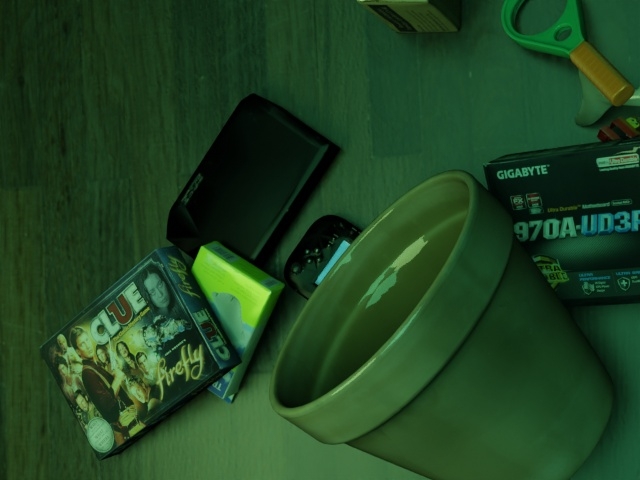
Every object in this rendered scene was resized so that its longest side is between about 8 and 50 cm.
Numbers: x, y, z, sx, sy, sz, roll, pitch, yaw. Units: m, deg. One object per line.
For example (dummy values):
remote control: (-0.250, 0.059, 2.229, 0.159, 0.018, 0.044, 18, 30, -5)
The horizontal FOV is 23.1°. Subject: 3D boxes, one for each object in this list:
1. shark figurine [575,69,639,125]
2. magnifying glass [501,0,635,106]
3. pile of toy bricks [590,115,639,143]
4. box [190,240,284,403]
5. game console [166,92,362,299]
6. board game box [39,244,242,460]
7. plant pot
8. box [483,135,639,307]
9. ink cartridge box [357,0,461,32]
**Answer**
shark figurine: (0.423, -0.176, 1.726, 0.278, 0.116, 0.166, -29, 45, 6)
magnifying glass: (0.279, -0.224, 1.750, 0.092, 0.026, 0.231, -42, 44, 9)
pile of toy bricks: (0.398, -0.062, 1.734, 0.105, 0.118, 0.212, -31, 63, -26)
box: (-0.125, 0.103, 1.877, 0.109, 0.042, 0.178, 32, 113, 18)
game console: (0.000, 0.000, 1.870, 0.361, 0.044, 0.213, 35, 97, 15)
board game box: (-0.222, 0.138, 1.887, 0.243, 0.042, 0.165, -39, 76, 33)
plant pot: (0.153, 0.132, 1.682, 0.280, 0.323, 0.323, 38, 99, -16)
box: (0.296, -0.017, 1.710, 0.220, 0.051, 0.175, -5, 102, 42)
ink cartridge box: (0.105, -0.367, 1.779, 0.088, 0.193, 0.234, 1, 87, 17)
